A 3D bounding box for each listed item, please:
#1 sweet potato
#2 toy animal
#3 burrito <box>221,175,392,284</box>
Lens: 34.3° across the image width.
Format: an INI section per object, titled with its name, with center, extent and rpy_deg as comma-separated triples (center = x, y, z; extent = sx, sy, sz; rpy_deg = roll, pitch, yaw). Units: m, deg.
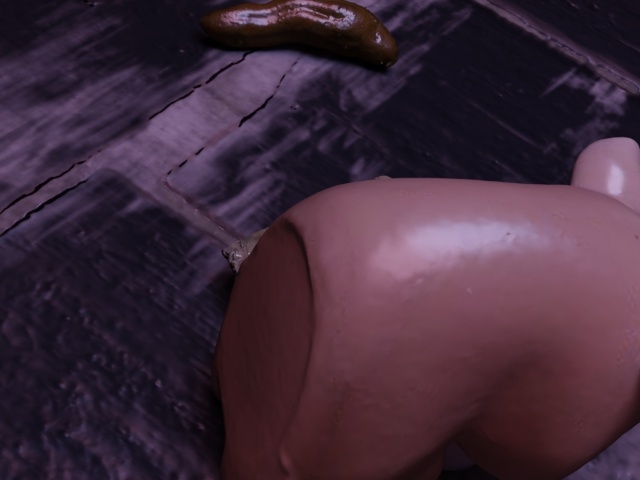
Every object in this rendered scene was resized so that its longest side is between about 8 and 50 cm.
[sweet potato]
center = -0.018, -0.195, 0.932
extent = 0.182, 0.054, 0.053
rpy_deg = 4, 38, -10
[toy animal]
center = 0.078, 0.064, 0.602
extent = 0.256, 0.213, 0.195
rpy_deg = 0, 44, -16
[burrito]
center = 0.001, 0.000, 0.756
extent = 0.171, 0.042, 0.051
rpy_deg = -25, 89, -29
